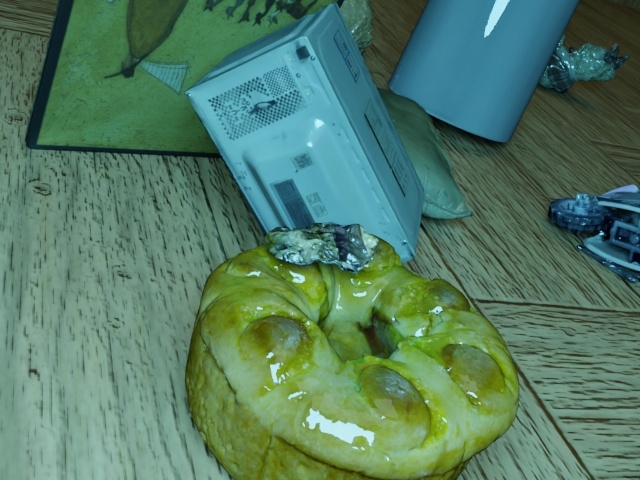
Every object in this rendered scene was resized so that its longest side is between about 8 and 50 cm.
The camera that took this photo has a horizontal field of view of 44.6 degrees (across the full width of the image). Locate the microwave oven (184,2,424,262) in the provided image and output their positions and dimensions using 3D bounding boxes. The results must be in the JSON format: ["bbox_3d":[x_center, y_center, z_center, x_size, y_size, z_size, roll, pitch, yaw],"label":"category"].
[{"bbox_3d":[-0.006,-0.080,0.694,0.122,0.208,0.162,-20,21,22],"label":"microwave oven"}]

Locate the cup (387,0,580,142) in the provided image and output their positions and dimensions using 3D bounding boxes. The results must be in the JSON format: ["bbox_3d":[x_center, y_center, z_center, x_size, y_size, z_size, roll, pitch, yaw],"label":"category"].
[{"bbox_3d":[0.254,-0.321,1.140,0.205,0.312,0.205,22,21,-9],"label":"cup"}]

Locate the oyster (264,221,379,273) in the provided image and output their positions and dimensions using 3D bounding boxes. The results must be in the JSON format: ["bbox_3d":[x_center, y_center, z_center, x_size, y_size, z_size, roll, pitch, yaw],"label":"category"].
[{"bbox_3d":[0.003,0.001,0.542,0.083,0.019,0.054,5,31,-21],"label":"oyster"}]

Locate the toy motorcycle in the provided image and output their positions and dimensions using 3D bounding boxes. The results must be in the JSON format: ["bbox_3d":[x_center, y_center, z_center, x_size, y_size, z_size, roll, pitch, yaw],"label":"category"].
[{"bbox_3d":[0.430,-0.017,0.968,0.204,0.108,0.239,-11,42,-43],"label":"toy motorcycle"}]

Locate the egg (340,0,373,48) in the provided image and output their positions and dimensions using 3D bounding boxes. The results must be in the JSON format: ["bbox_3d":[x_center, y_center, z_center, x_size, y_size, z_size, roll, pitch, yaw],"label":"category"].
[{"bbox_3d":[0.033,-0.376,1.325,0.116,0.118,0.140,-12,16,43],"label":"egg"}]

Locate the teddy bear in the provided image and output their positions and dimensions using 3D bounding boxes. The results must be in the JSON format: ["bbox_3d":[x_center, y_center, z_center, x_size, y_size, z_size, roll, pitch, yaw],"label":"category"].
[{"bbox_3d":[0.486,-0.349,1.546,0.213,0.111,0.133,23,-14,42],"label":"teddy bear"}]

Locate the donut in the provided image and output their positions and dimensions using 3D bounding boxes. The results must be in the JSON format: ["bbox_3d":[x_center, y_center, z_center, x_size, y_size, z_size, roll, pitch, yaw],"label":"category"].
[{"bbox_3d":[0.017,0.086,0.539,0.227,0.113,0.226,14,31,-9],"label":"donut"}]

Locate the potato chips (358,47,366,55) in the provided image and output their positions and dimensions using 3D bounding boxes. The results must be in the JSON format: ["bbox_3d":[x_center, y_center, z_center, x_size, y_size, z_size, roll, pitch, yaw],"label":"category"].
[{"bbox_3d":[-0.038,-0.269,1.157,0.228,0.059,0.167,1,28,-22],"label":"potato chips"}]

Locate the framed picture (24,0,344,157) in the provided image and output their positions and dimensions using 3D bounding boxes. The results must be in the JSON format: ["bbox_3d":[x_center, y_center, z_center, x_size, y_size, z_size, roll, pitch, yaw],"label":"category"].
[{"bbox_3d":[-0.111,-0.192,0.712,0.255,0.338,0.014,0,55,-33],"label":"framed picture"}]

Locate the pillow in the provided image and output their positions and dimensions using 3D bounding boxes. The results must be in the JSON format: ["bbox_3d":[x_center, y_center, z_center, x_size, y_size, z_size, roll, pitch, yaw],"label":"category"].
[{"bbox_3d":[0.079,-0.122,0.964,0.185,0.075,0.302,19,28,-13],"label":"pillow"}]
